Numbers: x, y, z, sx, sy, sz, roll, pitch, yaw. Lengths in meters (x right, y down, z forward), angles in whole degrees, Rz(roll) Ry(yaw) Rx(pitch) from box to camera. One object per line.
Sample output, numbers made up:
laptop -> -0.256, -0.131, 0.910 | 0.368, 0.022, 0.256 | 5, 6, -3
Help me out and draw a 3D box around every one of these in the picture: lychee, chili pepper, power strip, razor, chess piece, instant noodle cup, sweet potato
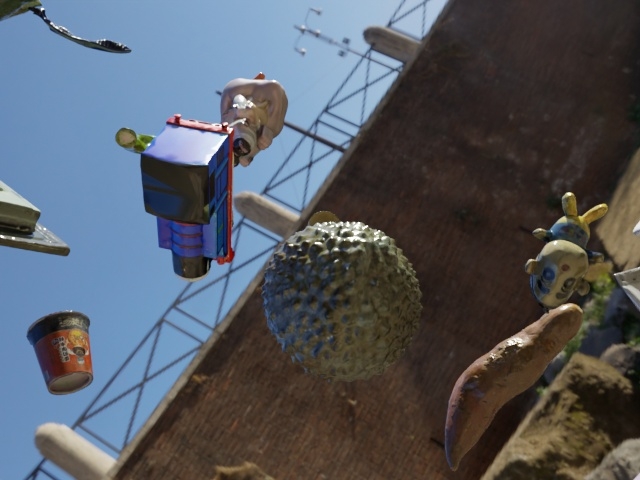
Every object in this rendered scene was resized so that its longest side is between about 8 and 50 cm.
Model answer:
lychee -> 0.036, 0.085, 0.960 | 0.255, 0.255, 0.274 | -48, -13, -44
chili pepper -> -0.355, -0.192, 1.206 | 0.050, 0.052, 0.202 | -52, 2, 5
power strip -> -0.602, -0.070, 1.097 | 0.092, 0.257, 0.251 | -60, -25, -1
razor -> -0.371, -0.318, 0.962 | 0.044, 0.154, 0.028 | -109, 43, -70
chess piece -> 0.000, 0.000, 1.623 | 0.090, 0.090, 0.200 | -57, -4, -20
instant noodle cup -> -0.518, 0.232, 1.259 | 0.127, 0.136, 0.127 | -19, -32, -12
sweet potato -> 0.315, 0.236, 1.091 | 0.355, 0.106, 0.095 | -48, -56, -2

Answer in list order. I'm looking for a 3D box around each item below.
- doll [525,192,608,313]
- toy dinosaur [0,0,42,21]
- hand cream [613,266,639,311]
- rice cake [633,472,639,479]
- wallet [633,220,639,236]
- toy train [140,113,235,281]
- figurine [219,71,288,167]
doll -> 0.340, 0.018, 0.865 | 0.089, 0.102, 0.179 | 69, -138, -77
toy dinosaur -> -0.462, -0.328, 0.823 | 0.447, 0.087, 0.301 | -27, 22, 23
hand cream -> 0.494, 0.172, 0.764 | 0.121, 0.336, 0.076 | -8, -30, -40
rice cake -> 0.218, 0.240, 0.427 | 0.298, 0.050, 0.106 | -44, 2, -11
wallet -> 0.459, -0.039, 0.783 | 0.061, 0.025, 0.122 | -30, -4, -29
toy train -> -0.153, -0.042, 0.752 | 0.131, 0.082, 0.204 | -74, -8, -52
figurine -> -0.110, -0.188, 0.966 | 0.137, 0.112, 0.229 | -46, 22, 31
